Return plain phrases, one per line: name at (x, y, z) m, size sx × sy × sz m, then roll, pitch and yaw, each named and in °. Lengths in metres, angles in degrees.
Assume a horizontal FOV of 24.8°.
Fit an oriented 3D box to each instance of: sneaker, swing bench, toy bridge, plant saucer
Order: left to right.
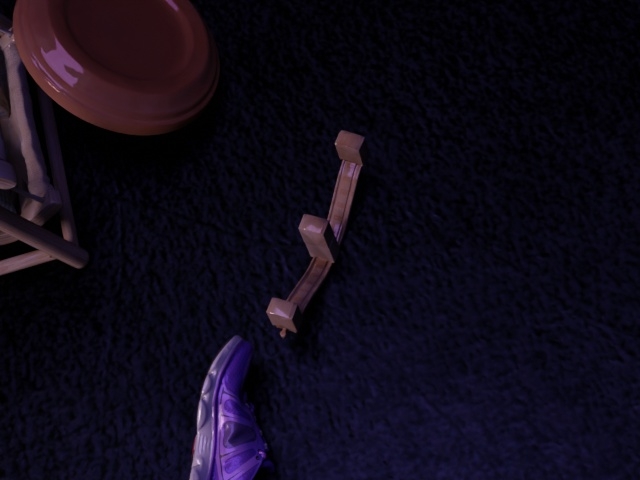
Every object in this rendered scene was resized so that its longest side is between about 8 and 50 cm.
swing bench at (-0.335, -0.112, 1.271) m, size 0.165 × 0.255 × 0.253 m, roll -17°, pitch 64°, yaw 3°
plant saucer at (-0.181, -0.187, 1.334) m, size 0.200 × 0.037 × 0.200 m, roll 16°, pitch 52°, yaw -22°
sneaker at (-0.071, 0.165, 1.212) m, size 0.071 × 0.068 × 0.170 m, roll 6°, pitch 75°, yaw -3°
toy bridge at (0.000, 0.000, 1.261) m, size 0.026 × 0.063 × 0.188 m, roll 15°, pitch 68°, yaw 17°
